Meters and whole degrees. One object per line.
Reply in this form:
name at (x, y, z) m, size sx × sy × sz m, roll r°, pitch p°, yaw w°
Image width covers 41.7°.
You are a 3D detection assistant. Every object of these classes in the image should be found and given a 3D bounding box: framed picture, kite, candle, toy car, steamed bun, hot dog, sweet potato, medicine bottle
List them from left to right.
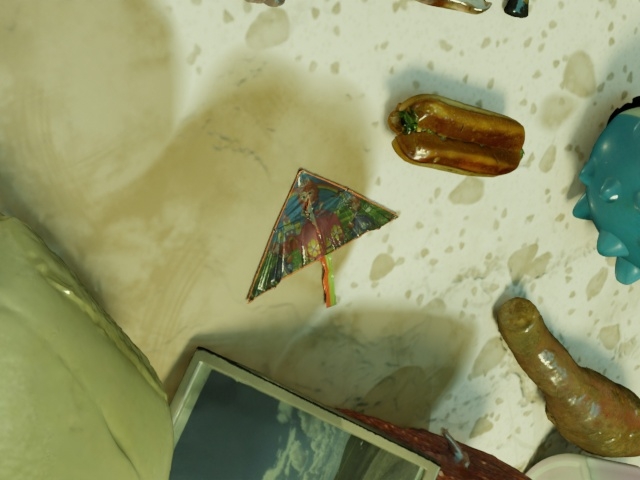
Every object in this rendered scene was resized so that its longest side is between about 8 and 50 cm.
steamed bun at (-0.234, 0.149, 0.580) m, size 0.273 × 0.272 × 0.290 m, roll -47°, pitch 132°, yaw -10°
framed picture at (-0.040, 0.236, 0.780) m, size 0.260 × 0.023 × 0.189 m, roll 25°, pitch 84°, yaw 5°
kite at (0.000, 0.000, 0.839) m, size 0.190 × 0.010 × 0.159 m, roll -30°, pitch 124°, yaw -20°
candle at (0.139, 0.274, 0.884) m, size 0.317 × 0.287 × 0.131 m, roll 22°, pitch 91°, yaw -36°
hot dog at (0.139, -0.105, 0.861) m, size 0.188 × 0.055 × 0.072 m, roll 7°, pitch 102°, yaw -36°
sweet potato at (0.340, 0.205, 1.103) m, size 0.385 × 0.109 × 0.109 m, roll 38°, pitch 86°, yaw -35°
medicine bottle at (0.395, 0.355, 1.199) m, size 0.219 × 0.078 × 0.115 m, roll 20°, pitch 139°, yaw -38°
toy car at (0.406, -0.036, 0.993) m, size 0.190 × 0.188 × 0.255 m, roll -46°, pitch 131°, yaw 1°

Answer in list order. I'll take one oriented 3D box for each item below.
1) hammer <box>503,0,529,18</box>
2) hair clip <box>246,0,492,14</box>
hammer at (0.211, -0.325, 0.839) m, size 0.078 × 0.021 × 0.201 m, roll -12°, pitch 116°, yaw -30°
hair clip at (0.015, -0.262, 0.699) m, size 0.300 × 0.069 × 0.173 m, roll 18°, pitch 97°, yaw -28°
